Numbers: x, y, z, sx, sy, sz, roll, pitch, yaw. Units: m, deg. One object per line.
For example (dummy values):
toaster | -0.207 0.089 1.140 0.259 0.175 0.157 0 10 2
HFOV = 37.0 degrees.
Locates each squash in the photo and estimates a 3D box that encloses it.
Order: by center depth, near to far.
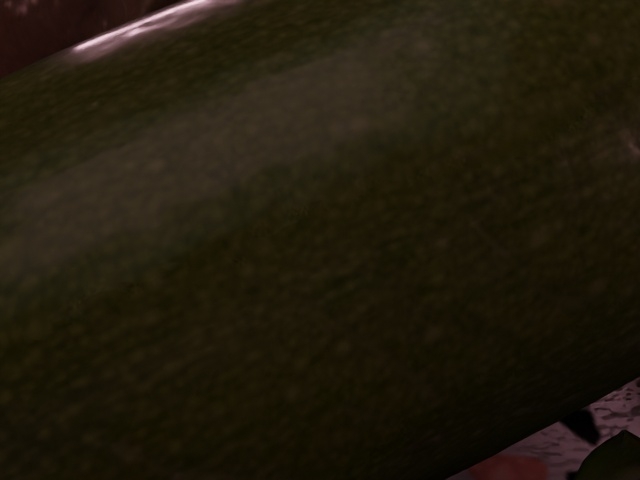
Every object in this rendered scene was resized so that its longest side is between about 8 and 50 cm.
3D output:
squash | 0.000 0.000 0.461 0.384 0.263 0.263 -25 36 -16

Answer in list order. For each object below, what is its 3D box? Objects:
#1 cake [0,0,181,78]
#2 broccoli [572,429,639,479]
cake | -0.096 -0.118 0.737 0.332 0.332 0.321 -4 69 0
broccoli | 0.165 0.157 0.205 0.304 0.321 0.283 -36 29 -23
